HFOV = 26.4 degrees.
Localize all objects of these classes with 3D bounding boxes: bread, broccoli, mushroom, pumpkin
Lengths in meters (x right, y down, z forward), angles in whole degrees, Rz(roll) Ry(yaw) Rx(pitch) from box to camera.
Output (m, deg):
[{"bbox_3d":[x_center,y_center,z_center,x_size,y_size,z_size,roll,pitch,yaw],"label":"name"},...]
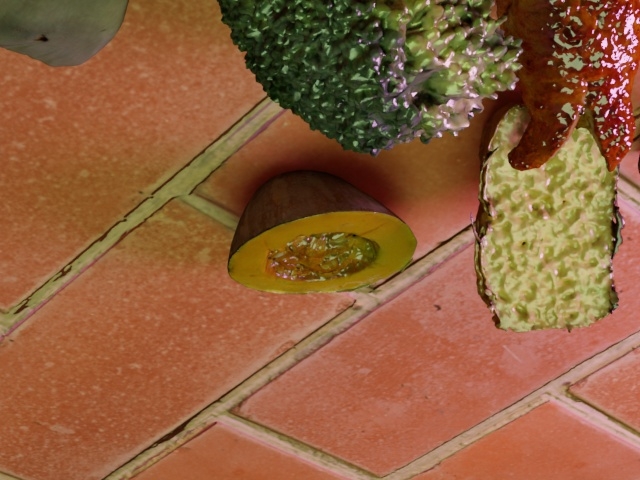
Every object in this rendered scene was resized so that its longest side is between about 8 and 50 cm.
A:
[{"bbox_3d":[0.243,-0.182,1.328,0.139,0.095,0.268,-2,113,13],"label":"bread"},{"bbox_3d":[0.244,-0.038,1.500,0.160,0.147,0.260,-5,107,6],"label":"bread"},{"bbox_3d":[0.075,-0.198,1.205,0.302,0.249,0.375,-23,153,12],"label":"broccoli"},{"bbox_3d":[-0.201,-0.256,1.207,0.159,0.122,0.329,-11,169,-44],"label":"mushroom"},{"bbox_3d":[-0.006,-0.017,1.557,0.218,0.110,0.217,-10,150,-6],"label":"pumpkin"}]

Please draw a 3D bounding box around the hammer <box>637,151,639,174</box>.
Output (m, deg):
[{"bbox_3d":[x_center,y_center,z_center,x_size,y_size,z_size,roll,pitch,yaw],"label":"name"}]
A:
[{"bbox_3d":[0.350,-0.192,1.357,0.044,0.168,0.440,18,152,17],"label":"hammer"}]
